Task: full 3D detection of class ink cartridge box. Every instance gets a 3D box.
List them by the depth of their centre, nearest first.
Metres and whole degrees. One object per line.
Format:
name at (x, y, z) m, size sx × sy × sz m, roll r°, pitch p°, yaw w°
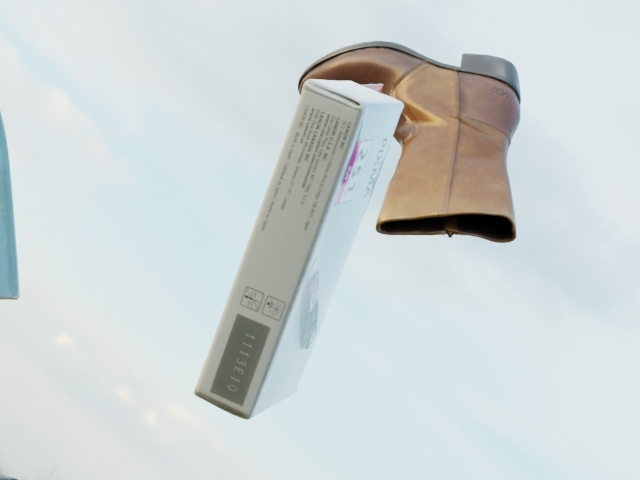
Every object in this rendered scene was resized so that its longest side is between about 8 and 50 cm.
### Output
ink cartridge box at (0.000, 0.000, 1.333) m, size 0.060 × 0.275 × 0.239 m, roll 23°, pitch 12°, yaw 15°

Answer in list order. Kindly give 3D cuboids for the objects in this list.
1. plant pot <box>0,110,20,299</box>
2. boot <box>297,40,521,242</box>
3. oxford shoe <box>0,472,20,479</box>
plant pot at (-0.405, -0.080, 1.288) m, size 0.248 × 0.252 × 0.247 m, roll 4°, pitch -4°, yaw -37°
boot at (0.089, -0.096, 1.717) m, size 0.264 × 0.280 × 0.096 m, roll 8°, pitch -46°, yaw 4°
oxford shoe at (-0.277, 0.338, 1.630) m, size 0.096 × 0.083 × 0.227 m, roll 9°, pitch -38°, yaw 29°
